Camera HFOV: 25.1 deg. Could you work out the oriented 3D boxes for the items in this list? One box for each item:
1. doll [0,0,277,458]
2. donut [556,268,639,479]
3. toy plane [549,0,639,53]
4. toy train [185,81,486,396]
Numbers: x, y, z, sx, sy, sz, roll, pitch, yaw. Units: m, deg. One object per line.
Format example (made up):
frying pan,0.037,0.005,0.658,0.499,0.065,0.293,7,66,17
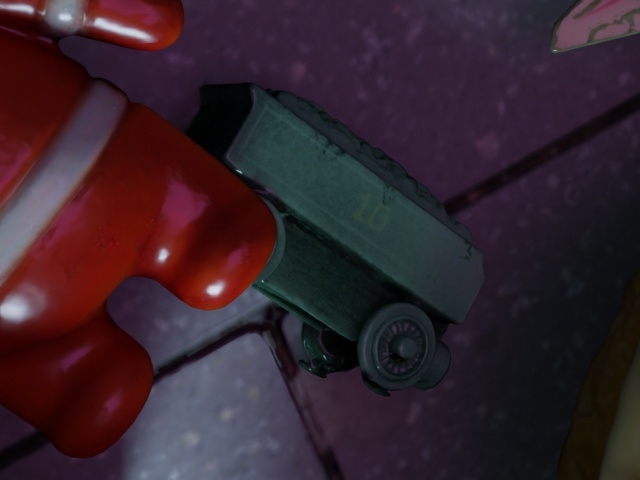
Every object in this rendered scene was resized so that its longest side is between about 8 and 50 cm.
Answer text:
doll,-0.174,-0.061,0.504,0.336,0.105,0.200,40,94,-17
donut,0.300,0.130,0.715,0.449,0.198,0.449,-3,95,-33
toy plane,0.179,-0.205,0.646,0.242,0.104,0.256,8,89,3
toy train,0.000,0.000,0.638,0.172,0.070,0.099,35,77,-27
